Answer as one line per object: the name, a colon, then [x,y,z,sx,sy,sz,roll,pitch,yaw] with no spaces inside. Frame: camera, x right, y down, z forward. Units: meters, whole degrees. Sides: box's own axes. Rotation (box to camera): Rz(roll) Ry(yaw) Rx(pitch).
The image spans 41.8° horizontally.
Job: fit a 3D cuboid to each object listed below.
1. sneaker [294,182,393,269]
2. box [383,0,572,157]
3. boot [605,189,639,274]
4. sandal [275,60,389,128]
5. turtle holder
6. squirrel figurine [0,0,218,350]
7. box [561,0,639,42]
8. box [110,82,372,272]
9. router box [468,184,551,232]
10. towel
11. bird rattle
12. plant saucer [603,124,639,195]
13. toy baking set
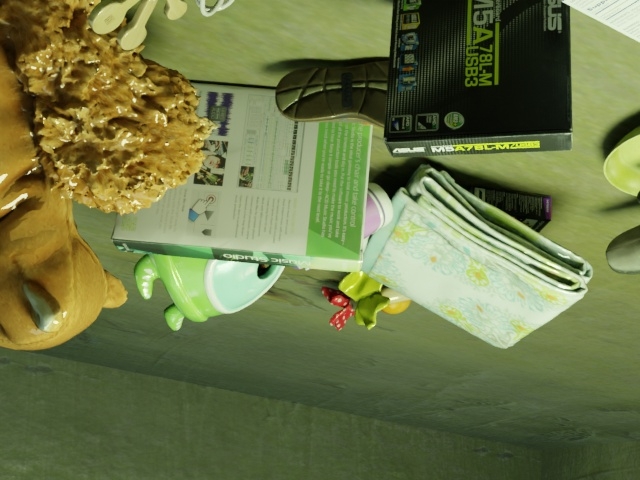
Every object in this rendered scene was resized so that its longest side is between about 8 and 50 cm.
sneaker: [-0.001,-0.001,1.376,0.161,0.102,0.282,-32,171,-21]
box: [0.163,-0.180,0.860,0.184,0.191,0.045,-1,159,19]
boot: [0.500,-0.036,1.215,0.161,0.083,0.246,31,143,-35]
sandal: [0.054,-0.174,1.053,0.219,0.090,0.060,0,174,11]
turtle holder: [-0.181,-0.028,1.339,0.227,0.243,0.320,-17,119,3]
squirrel figurine: [-0.321,-0.079,0.941,0.397,0.370,0.281,-28,176,7]
box: [0.318,-0.257,0.785,0.137,0.072,0.126,16,157,-27]
box: [-0.096,-0.087,1.105,0.322,0.232,0.058,5,163,3]
router box: [0.291,-0.028,1.407,0.133,0.046,0.179,9,158,-5]
towel: [0.236,0.047,1.394,0.320,0.090,0.374,33,158,3]
bird rattle: [0.122,0.129,1.758,0.206,0.143,0.253,-8,164,-10]
plant saucer: [0.509,-0.118,1.136,0.240,0.037,0.241,4,158,2]
toy baking set: [-0.122,-0.273,0.778,0.256,0.030,0.197,-31,163,-34]
